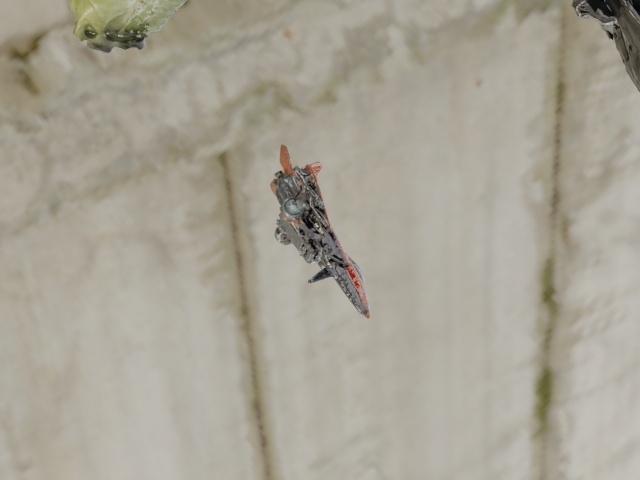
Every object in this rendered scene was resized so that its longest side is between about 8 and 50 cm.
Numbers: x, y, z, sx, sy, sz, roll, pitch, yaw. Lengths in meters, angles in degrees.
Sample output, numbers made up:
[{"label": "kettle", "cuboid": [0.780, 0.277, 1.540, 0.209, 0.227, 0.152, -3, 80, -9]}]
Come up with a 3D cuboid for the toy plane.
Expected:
[{"label": "toy plane", "cuboid": [-0.003, 0.001, 1.620, 0.061, 0.189, 0.130, -13, -27, -19]}]

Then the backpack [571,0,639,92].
[{"label": "backpack", "cuboid": [0.374, -0.074, 1.138, 0.255, 0.363, 0.446, -45, -48, -24]}]

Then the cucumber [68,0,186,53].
[{"label": "cucumber", "cuboid": [-0.125, -0.291, 1.362, 0.105, 0.145, 0.325, -13, -14, -32]}]
